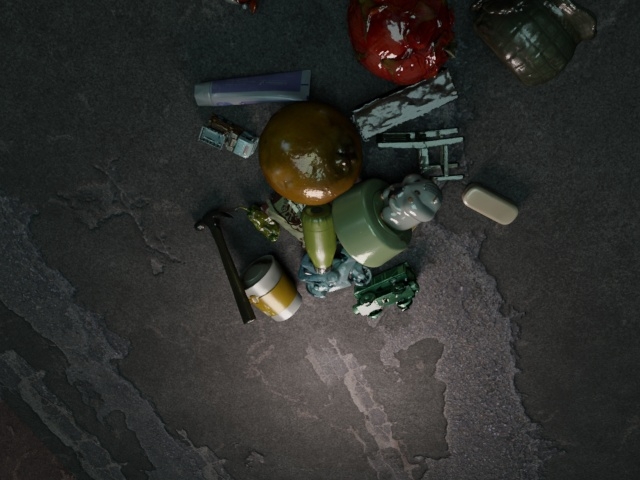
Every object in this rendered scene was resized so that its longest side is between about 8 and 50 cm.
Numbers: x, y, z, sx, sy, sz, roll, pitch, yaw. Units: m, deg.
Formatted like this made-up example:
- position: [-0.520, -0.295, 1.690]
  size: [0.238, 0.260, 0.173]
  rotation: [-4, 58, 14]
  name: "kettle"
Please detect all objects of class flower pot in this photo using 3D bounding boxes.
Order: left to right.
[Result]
- position: [0.549, -0.573, 1.261]
  size: [0.302, 0.302, 0.213]
  rotation: [41, 117, -15]
  name: "flower pot"

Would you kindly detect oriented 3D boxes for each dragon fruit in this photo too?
- position: [0.217, -0.583, 1.305]
  size: [0.342, 0.277, 0.277]
  rotation: [29, 119, -10]
  name: "dragon fruit"

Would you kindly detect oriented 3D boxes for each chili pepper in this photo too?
- position: [-0.223, -0.082, 1.755]
  size: [0.072, 0.073, 0.204]
  rotation: [-38, 121, 6]
  name: "chili pepper"

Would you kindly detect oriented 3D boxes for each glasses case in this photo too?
- position: [0.580, -0.126, 1.635]
  size: [0.196, 0.050, 0.083]
  rotation: [27, 121, -8]
  name: "glasses case"

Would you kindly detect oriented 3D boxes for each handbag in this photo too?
- position: [-0.073, -0.101, 1.692]
  size: [0.235, 0.127, 0.213]
  rotation: [39, 119, -13]
  name: "handbag"

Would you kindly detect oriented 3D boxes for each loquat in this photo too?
- position: [-0.030, -0.269, 1.481]
  size: [0.328, 0.328, 0.328]
  rotation: [3, 119, 6]
  name: "loquat"

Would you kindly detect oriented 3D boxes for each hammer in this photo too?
- position: [-0.332, 0.095, 1.744]
  size: [0.168, 0.044, 0.440]
  rotation: [-29, 76, 28]
  name: "hammer"

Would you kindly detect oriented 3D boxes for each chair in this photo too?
- position: [0.318, -0.272, 1.539]
  size: [0.270, 0.136, 0.147]
  rotation: [-4, 117, 8]
  name: "chair"

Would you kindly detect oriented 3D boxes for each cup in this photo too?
- position: [-0.210, 0.190, 1.863]
  size: [0.241, 0.185, 0.226]
  rotation: [-7, 130, 51]
  name: "cup"

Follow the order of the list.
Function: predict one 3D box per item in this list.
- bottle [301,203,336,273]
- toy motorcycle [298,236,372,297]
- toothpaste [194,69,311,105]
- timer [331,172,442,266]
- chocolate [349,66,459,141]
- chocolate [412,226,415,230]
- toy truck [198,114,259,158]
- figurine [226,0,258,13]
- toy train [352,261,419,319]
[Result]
- position: [0.000, 0.000, 1.627]
  size: [0.112, 0.112, 0.260]
  rotation: [0, 128, 8]
  name: "bottle"
- position: [0.048, 0.097, 1.785]
  size: [0.260, 0.154, 0.206]
  rotation: [-18, 92, 9]
  name: "toy motorcycle"
- position: [-0.215, -0.479, 1.517]
  size: [0.371, 0.125, 0.080]
  rotation: [-3, 153, 12]
  name: "toothpaste"
- position: [0.238, -0.098, 1.514]
  size: [0.315, 0.291, 0.291]
  rotation: [-27, 113, 40]
  name: "timer"
- position: [0.252, -0.429, 1.478]
  size: [0.321, 0.112, 0.112]
  rotation: [-22, 115, 17]
  name: "chocolate"
- position: [0.296, -0.052, 1.705]
  size: [0.086, 0.085, 0.219]
  rotation: [24, 124, -6]
  name: "chocolate"
- position: [-0.304, -0.339, 1.597]
  size: [0.178, 0.115, 0.080]
  rotation: [24, 119, -8]
  name: "toy truck"
- position: [-0.258, -0.748, 1.345]
  size: [0.226, 0.183, 0.160]
  rotation: [37, 127, -27]
  name: "figurine"
- position: [0.246, 0.203, 1.802]
  size: [0.269, 0.154, 0.115]
  rotation: [-27, 111, 20]
  name: "toy train"
